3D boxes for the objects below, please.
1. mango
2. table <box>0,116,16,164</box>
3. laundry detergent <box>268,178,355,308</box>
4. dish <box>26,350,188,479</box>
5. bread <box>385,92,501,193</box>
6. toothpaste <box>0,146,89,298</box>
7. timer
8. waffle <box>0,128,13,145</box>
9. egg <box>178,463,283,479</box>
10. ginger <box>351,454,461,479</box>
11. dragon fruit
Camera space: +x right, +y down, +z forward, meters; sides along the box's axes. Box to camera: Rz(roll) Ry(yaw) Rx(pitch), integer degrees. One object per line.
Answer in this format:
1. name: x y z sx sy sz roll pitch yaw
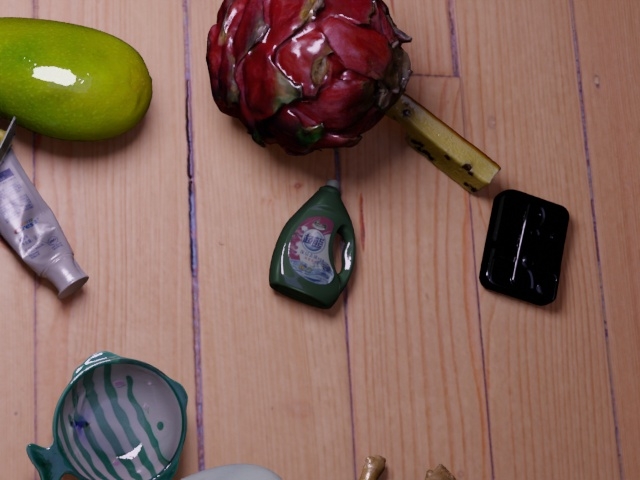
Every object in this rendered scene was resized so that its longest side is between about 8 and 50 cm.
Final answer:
1. mango: -0.428 -0.251 1.744 0.343 0.156 0.192 9 47 -15
2. table: -0.547 -0.123 1.662 0.146 0.062 0.175 19 61 -5
3. laundry detergent: 0.000 0.000 1.886 0.137 0.063 0.211 24 69 -14
4. dish: -0.317 0.285 1.705 0.246 0.078 0.224 -27 87 -23
5. bread: 0.203 -0.169 1.977 0.226 0.088 0.049 37 73 -6
6. toothpaste: -0.454 -0.032 1.751 0.096 0.061 0.266 -34 83 -21
7. timer: 0.363 0.009 2.006 0.144 0.055 0.187 17 73 -13
8. waffle: -0.589 -0.097 1.702 0.291 0.051 0.291 5 67 -13
9. egg: -0.189 0.465 1.628 0.371 0.230 0.230 -37 91 -28
10. ginger: 0.141 0.421 1.844 0.193 0.052 0.176 39 68 2
11. dragon fruit: -0.026 -0.288 1.815 0.329 0.329 0.329 4 77 -18
